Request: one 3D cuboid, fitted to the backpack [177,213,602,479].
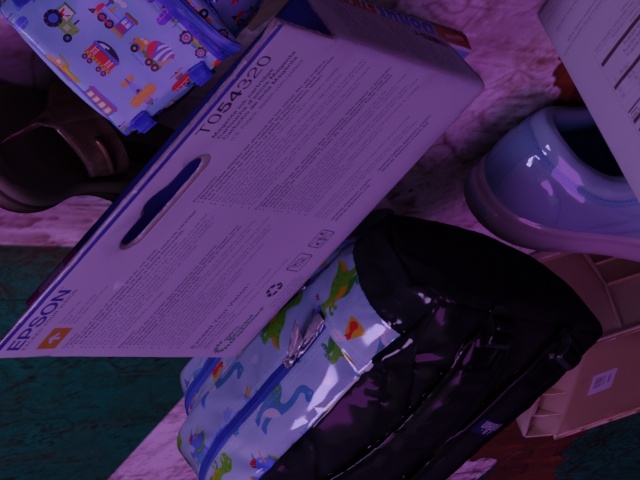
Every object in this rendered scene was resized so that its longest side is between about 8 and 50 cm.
[{"bbox_3d":[0.031,0.138,1.543,0.290,0.273,0.355,10,117,-50],"label":"backpack"}]

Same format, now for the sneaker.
[{"bbox_3d":[0.322,-0.065,1.601,0.366,0.135,0.150,-4,150,-33],"label":"sneaker"}]

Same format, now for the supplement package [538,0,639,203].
[{"bbox_3d":[0.304,-0.132,1.348,0.139,0.244,0.134,-5,147,-30],"label":"supplement package"}]

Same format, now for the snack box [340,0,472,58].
[{"bbox_3d":[0.043,-0.156,1.350,0.178,0.022,0.064,10,137,-46],"label":"snack box"}]

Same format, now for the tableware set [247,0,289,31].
[{"bbox_3d":[-0.096,-0.183,1.184,0.194,0.039,0.128,-35,139,11],"label":"tableware set"}]

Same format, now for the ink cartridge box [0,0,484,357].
[{"bbox_3d":[-0.065,-0.041,1.256,0.324,0.071,0.330,-47,156,18],"label":"ink cartridge box"}]

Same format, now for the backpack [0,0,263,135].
[{"bbox_3d":[-0.103,-0.175,1.075,0.173,0.117,0.158,-36,117,8],"label":"backpack"}]

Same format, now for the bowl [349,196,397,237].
[{"bbox_3d":[0.000,0.000,1.562,0.142,0.053,0.142,-21,152,-6],"label":"bowl"}]

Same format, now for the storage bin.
[{"bbox_3d":[0.345,0.096,1.917,0.260,0.123,0.262,-17,152,-10],"label":"storage bin"}]

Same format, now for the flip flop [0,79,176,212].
[{"bbox_3d":[-0.171,-0.077,1.238,0.080,0.112,0.277,-39,153,28],"label":"flip flop"}]
